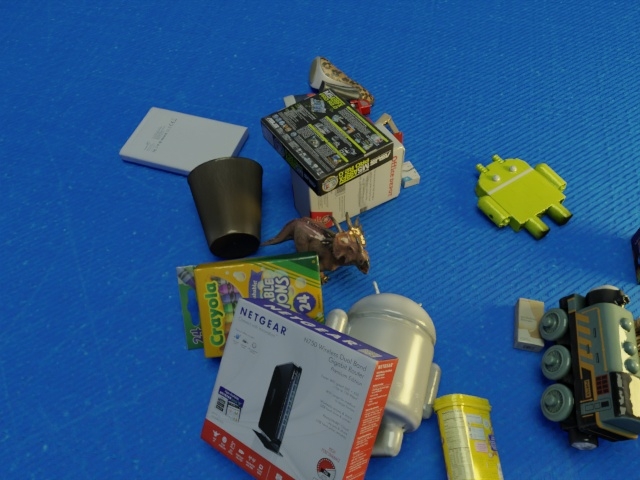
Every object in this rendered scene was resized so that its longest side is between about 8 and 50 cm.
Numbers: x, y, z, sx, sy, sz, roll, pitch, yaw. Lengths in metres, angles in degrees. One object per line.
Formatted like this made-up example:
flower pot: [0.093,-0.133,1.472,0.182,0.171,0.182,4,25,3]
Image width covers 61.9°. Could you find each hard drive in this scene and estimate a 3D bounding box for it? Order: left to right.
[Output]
hard drive: [-0.401,-0.287,1.587,0.319,0.040,0.210,15,57,11]

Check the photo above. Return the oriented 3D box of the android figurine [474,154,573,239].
android figurine: [0.538,-0.129,1.447,0.248,0.056,0.272,-27,61,-16]

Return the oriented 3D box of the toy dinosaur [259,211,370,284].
toy dinosaur: [0.000,0.000,1.283,0.296,0.200,0.127,20,58,15]

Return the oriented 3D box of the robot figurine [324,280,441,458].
robot figurine: [0.126,0.258,1.104,0.300,0.200,0.353,33,55,-21]

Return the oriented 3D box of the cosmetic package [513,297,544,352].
cosmetic package: [0.482,0.195,1.233,0.061,0.041,0.115,9,56,8]

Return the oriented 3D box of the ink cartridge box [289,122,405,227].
ink cartridge box: [0.070,-0.161,1.393,0.273,0.197,0.114,-24,56,-14]

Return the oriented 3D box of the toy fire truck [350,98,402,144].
toy fire truck: [0.166,-0.345,1.595,0.136,0.047,0.191,-10,65,1]

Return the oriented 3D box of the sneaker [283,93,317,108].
sneaker: [-0.006,-0.314,1.533,0.148,0.131,0.349,-13,53,-4]

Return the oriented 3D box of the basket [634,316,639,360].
basket: [0.749,0.278,1.065,0.223,0.213,0.299,-14,56,-9]

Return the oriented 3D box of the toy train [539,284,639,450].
toy train: [0.559,0.250,1.088,0.142,0.190,0.333,24,56,-17]

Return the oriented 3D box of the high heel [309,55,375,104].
high heel: [0.066,-0.510,1.728,0.186,0.093,0.261,11,35,-23]

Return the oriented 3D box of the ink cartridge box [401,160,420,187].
ink cartridge box: [0.241,-0.193,1.513,0.048,0.028,0.083,-19,57,-12]

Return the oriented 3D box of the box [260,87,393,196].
box: [0.012,-0.247,1.302,0.216,0.060,0.270,-29,55,-18]

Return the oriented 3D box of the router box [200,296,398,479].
router box: [-0.053,0.299,0.999,0.336,0.082,0.300,17,94,36]

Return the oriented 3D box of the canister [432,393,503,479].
canister: [0.294,0.402,1.056,0.126,0.073,0.169,19,51,-30]

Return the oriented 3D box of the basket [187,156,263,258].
basket: [-0.232,-0.080,1.380,0.205,0.154,0.226,-12,60,-4]

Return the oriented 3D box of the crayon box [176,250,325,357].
crayon box: [-0.156,0.144,1.196,0.323,0.083,0.202,-7,97,-2]

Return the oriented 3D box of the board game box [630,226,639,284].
board game box: [0.807,0.008,1.275,0.048,0.170,0.141,7,55,8]
